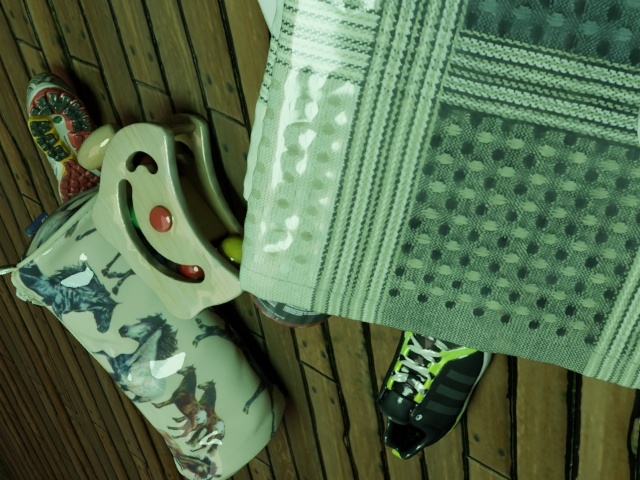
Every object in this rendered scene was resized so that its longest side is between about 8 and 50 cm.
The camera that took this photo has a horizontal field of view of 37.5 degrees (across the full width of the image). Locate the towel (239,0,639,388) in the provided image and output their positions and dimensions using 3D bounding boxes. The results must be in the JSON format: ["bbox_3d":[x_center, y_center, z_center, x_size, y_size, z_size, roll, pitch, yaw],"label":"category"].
[{"bbox_3d":[0.120,-0.074,0.511,0.312,0.056,0.324,14,119,2],"label":"towel"}]

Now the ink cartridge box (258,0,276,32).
[{"bbox_3d":[0.027,-0.250,0.571,0.207,0.117,0.283,5,127,49],"label":"ink cartridge box"}]

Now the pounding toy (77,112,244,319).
[{"bbox_3d":[-0.143,-0.054,1.035,0.269,0.155,0.154,47,121,10],"label":"pounding toy"}]

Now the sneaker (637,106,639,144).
[{"bbox_3d":[0.250,-0.074,0.365,0.094,0.151,0.256,44,119,-15],"label":"sneaker"}]

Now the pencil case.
[{"bbox_3d":[-0.209,0.128,1.181,0.410,0.183,0.160,55,-176,-18],"label":"pencil case"}]

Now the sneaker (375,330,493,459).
[{"bbox_3d":[0.102,0.136,0.898,0.084,0.097,0.235,31,144,29],"label":"sneaker"}]

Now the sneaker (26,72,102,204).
[{"bbox_3d":[-0.306,-0.117,1.193,0.225,0.088,0.093,80,165,-45],"label":"sneaker"}]

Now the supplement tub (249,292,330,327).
[{"bbox_3d":[0.000,0.000,0.882,0.106,0.106,0.198,46,148,8],"label":"supplement tub"}]
